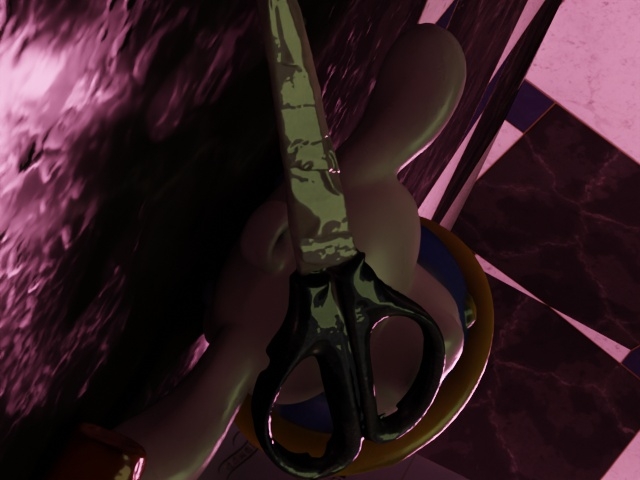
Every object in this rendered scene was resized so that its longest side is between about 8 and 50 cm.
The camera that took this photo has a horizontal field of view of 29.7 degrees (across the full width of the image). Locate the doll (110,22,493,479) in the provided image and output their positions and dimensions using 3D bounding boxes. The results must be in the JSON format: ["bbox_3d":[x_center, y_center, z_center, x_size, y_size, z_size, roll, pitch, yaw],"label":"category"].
[{"bbox_3d":[0.004,0.067,0.698,0.311,0.160,0.242,-46,169,-26],"label":"doll"}]

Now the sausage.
[{"bbox_3d":[-0.125,0.146,0.546,0.131,0.041,0.039,-60,178,-6],"label":"sausage"}]

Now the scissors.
[{"bbox_3d":[0.000,0.000,0.547,0.109,0.022,0.300,-26,132,-16],"label":"scissors"}]

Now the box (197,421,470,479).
[{"bbox_3d":[0.008,0.218,0.930,0.155,0.243,0.067,-53,163,-43],"label":"box"}]
